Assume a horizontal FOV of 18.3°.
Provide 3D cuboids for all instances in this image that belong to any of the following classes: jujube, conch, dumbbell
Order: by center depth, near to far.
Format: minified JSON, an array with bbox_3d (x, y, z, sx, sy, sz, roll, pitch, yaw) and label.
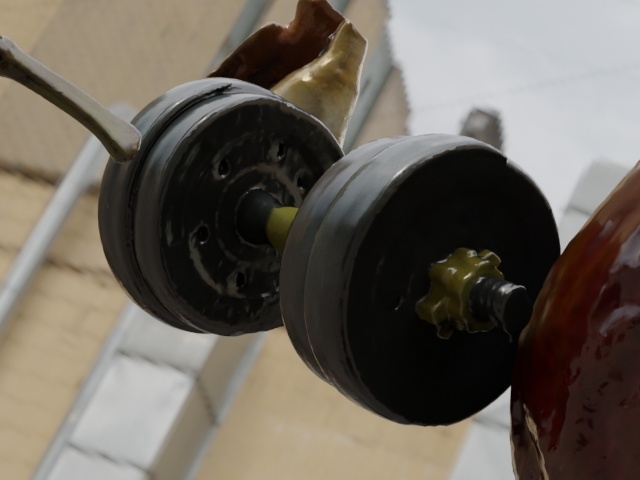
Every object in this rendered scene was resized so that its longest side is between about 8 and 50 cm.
[{"bbox_3d":[0.269,0.070,1.172,0.276,0.377,0.276,35,12,-8],"label":"jujube"},{"bbox_3d":[0.000,0.000,1.306,0.388,0.185,0.185,20,-24,51],"label":"dumbbell"},{"bbox_3d":[-0.041,-0.058,1.563,0.158,0.255,0.127,47,7,39],"label":"conch"}]

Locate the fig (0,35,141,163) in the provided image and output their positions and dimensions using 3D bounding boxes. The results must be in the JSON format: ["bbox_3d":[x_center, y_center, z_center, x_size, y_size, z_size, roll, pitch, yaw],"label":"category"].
[{"bbox_3d":[-0.237,-0.090,1.000,0.203,0.249,0.186,9,-61,38],"label":"fig"}]
